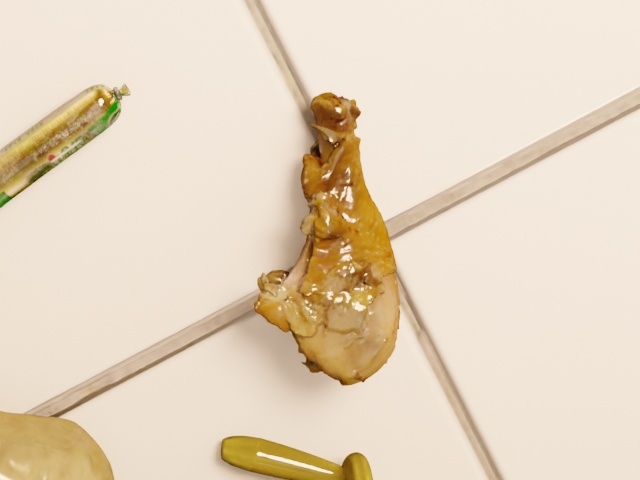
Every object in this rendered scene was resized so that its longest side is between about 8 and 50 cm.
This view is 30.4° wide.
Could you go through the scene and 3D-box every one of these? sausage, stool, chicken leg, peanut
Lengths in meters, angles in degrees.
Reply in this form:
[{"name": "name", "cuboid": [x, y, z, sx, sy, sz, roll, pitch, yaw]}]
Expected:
[{"name": "sausage", "cuboid": [-0.240, -0.026, 0.805, 0.269, 0.033, 0.033, -36, 109, 2]}, {"name": "stool", "cuboid": [-0.022, 0.212, 0.879, 0.111, 0.134, 0.135, 3, 61, -10]}, {"name": "chicken leg", "cuboid": [0.003, 0.000, 0.836, 0.101, 0.085, 0.207, -4, 99, 3]}, {"name": "peanut", "cuboid": [-0.268, 0.143, 0.814, 0.275, 0.125, 0.111, 26, 139, -23]}]
